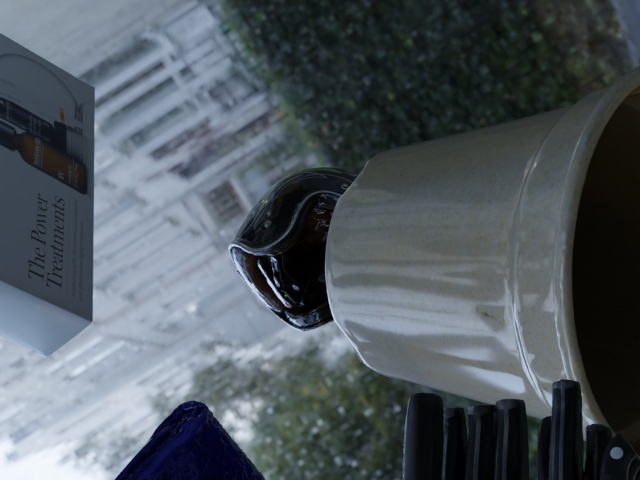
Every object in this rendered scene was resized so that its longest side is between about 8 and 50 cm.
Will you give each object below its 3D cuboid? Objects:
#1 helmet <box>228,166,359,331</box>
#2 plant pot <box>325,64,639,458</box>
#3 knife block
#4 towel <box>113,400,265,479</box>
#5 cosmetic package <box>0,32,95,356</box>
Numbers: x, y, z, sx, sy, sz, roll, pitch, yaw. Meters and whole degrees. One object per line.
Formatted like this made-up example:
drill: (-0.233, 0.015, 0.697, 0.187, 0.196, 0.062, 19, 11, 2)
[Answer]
helmet: (0.000, 0.000, 1.418, 0.169, 0.161, 0.169, 44, 163, 18)
plant pot: (0.183, 0.020, 1.149, 0.305, 0.334, 0.334, 1, 136, 45)
knife block: (0.070, 0.205, 0.624, 0.242, 0.276, 0.088, 41, 177, 40)
towel: (-0.059, 0.295, 1.014, 0.308, 0.076, 0.228, 54, -140, -11)
cosmetic package: (-0.395, -0.087, 1.500, 0.284, 0.097, 0.377, 28, -141, -36)
